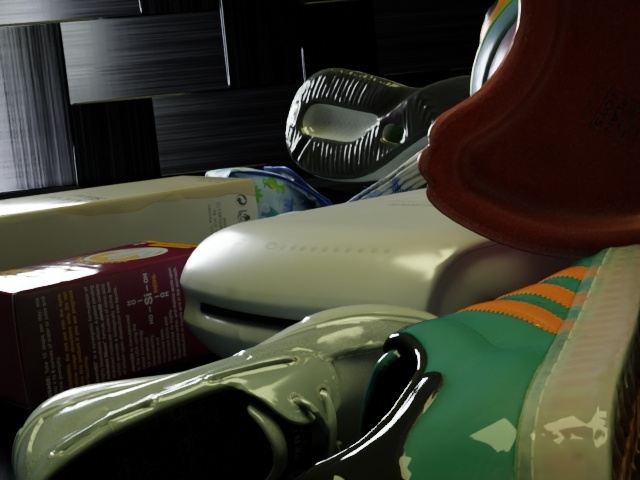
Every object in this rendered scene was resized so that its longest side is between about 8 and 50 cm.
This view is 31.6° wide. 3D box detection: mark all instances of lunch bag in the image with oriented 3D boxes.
[{"bbox_3d":[-0.073,-0.053,1.536,0.151,0.096,0.129,7,1,-19],"label":"lunch bag"}]

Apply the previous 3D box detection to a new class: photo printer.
[{"bbox_3d":[0.076,0.026,0.779,0.308,0.107,0.256,-12,10,-40],"label":"photo printer"}]

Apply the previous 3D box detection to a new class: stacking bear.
[{"bbox_3d":[0.164,-0.102,0.710,0.164,0.175,0.289,27,17,-3],"label":"stacking bear"}]

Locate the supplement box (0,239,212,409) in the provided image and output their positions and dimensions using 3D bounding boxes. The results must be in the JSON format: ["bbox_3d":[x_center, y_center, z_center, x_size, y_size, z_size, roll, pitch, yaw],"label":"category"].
[{"bbox_3d":[-0.164,0.055,0.825,0.104,0.080,0.188,3,12,44],"label":"supplement box"}]

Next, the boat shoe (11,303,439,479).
[{"bbox_3d":[-0.028,0.091,0.531,0.228,0.079,0.081,-13,16,-13],"label":"boat shoe"}]

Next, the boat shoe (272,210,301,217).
[{"bbox_3d":[0.000,0.000,1.202,0.183,0.065,0.083,-1,5,-29],"label":"boat shoe"}]

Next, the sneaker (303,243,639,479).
[{"bbox_3d":[0.083,0.065,0.497,0.121,0.108,0.302,-3,6,20],"label":"sneaker"}]

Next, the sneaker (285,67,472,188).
[{"bbox_3d":[0.195,-0.083,1.277,0.258,0.169,0.448,12,9,-47],"label":"sneaker"}]

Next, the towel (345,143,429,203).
[{"bbox_3d":[0.105,-0.049,1.036,0.285,0.034,0.209,-37,-12,23],"label":"towel"}]

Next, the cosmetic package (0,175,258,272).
[{"bbox_3d":[-0.227,0.011,1.082,0.310,0.113,0.160,-10,9,-34],"label":"cosmetic package"}]
